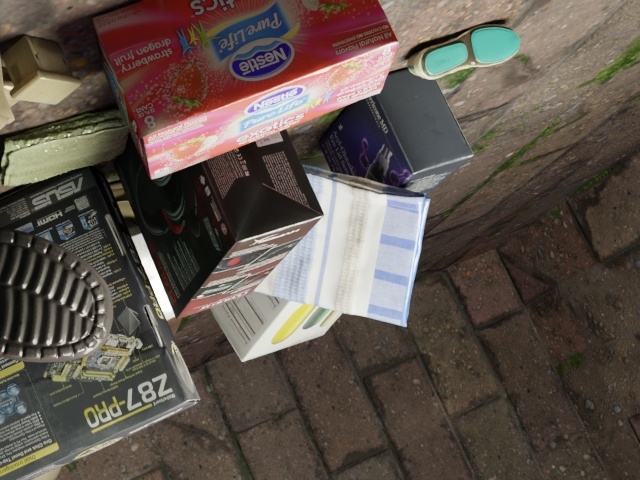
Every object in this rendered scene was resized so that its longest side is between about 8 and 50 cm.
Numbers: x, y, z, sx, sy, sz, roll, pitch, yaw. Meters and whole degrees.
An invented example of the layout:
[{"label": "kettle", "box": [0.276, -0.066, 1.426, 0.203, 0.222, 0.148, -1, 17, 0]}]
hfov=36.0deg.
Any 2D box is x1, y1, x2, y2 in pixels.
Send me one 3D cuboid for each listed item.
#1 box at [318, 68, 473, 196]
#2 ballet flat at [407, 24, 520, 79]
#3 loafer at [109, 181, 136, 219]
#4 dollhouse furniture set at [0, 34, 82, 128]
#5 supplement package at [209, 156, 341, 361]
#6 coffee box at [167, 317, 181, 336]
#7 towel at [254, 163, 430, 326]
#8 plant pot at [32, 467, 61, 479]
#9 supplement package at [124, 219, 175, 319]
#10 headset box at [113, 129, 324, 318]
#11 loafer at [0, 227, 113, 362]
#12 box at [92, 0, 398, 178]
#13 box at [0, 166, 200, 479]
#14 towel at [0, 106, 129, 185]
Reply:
[{"label": "box", "box": [0.104, -0.134, 1.431, 0.108, 0.153, 0.207, -18, 166, -27]}, {"label": "ballet flat", "box": [0.193, -0.259, 1.341, 0.168, 0.057, 0.052, -16, -166, -23]}, {"label": "loafer", "box": [-0.257, -0.050, 1.303, 0.148, 0.050, 0.056, -22, 168, -17]}, {"label": "dollhouse furniture set", "box": [-0.319, -0.091, 0.853, 0.182, 0.101, 0.161, -31, 167, 26]}, {"label": "supplement package", "box": [-0.048, 0.027, 1.601, 0.199, 0.198, 0.263, -13, 151, -44]}, {"label": "coffee box", "box": [-0.363, 0.118, 1.545, 0.297, 0.119, 0.168, -13, 139, -45]}, {"label": "towel", "box": [0.000, 0.000, 1.389, 0.285, 0.209, 0.034, 13, -159, 12]}, {"label": "plant pot", "box": [-0.546, 0.272, 1.732, 0.191, 0.284, 0.284, -61, 166, 0]}, {"label": "supplement package", "box": [-0.257, 0.036, 1.358, 0.244, 0.134, 0.139, -20, -157, -21]}, {"label": "headset box", "box": [-0.132, -0.054, 1.126, 0.110, 0.218, 0.293, -18, 167, -27]}, {"label": "loafer", "box": [-0.406, 0.045, 1.057, 0.366, 0.134, 0.130, 16, 167, -20]}, {"label": "box", "box": [-0.070, -0.174, 0.938, 0.257, 0.128, 0.122, -22, 169, -12]}, {"label": "box", "box": [-0.386, 0.129, 1.169, 0.395, 0.318, 0.097, -25, 169, -2]}, {"label": "towel", "box": [-0.279, -0.101, 1.084, 0.148, 0.027, 0.110, -20, 169, -23]}]
